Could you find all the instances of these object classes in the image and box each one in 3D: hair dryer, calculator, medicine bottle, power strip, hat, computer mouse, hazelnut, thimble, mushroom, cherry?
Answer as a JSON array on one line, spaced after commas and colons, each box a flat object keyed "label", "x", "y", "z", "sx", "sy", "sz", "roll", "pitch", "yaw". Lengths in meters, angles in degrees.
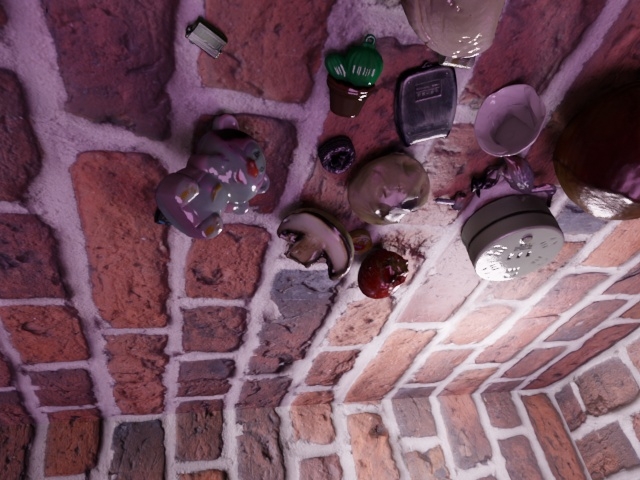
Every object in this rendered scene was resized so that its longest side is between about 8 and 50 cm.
[{"label": "hair dryer", "x": 0.438, "y": -0.139, "z": 1.703, "sx": 0.114, "sy": 0.037, "sz": 0.063, "roll": 4, "pitch": 139, "yaw": -7}, {"label": "calculator", "x": 0.290, "y": -0.370, "z": 1.363, "sx": 0.176, "sy": 0.040, "sz": 0.268, "roll": -15, "pitch": 138, "yaw": 1}, {"label": "medicine bottle", "x": 0.342, "y": -0.459, "z": 1.249, "sx": 0.083, "sy": 0.047, "sz": 0.047, "roll": 3, "pitch": 141, "yaw": -17}, {"label": "power strip", "x": 0.706, "y": 0.005, "z": 1.847, "sx": 0.357, "sy": 0.162, "sz": 0.358, "roll": -7, "pitch": 143, "yaw": -6}, {"label": "hat", "x": 0.541, "y": -0.320, "z": 1.398, "sx": 0.203, "sy": 0.203, "sz": 0.126, "roll": -32, "pitch": 158, "yaw": 25}, {"label": "computer mouse", "x": -0.463, "y": -0.084, "z": 1.526, "sx": 0.079, "sy": 0.047, "sz": 0.135, "roll": 10, "pitch": 149, "yaw": -35}, {"label": "hazelnut", "x": 0.876, "y": -0.255, "z": 1.427, "sx": 0.420, "sy": 0.352, "sz": 0.421, "roll": -12, "pitch": 115, "yaw": -28}, {"label": "thimble", "x": 0.046, "y": -0.248, "z": 1.431, "sx": 0.095, "sy": 0.066, "sz": 0.104, "roll": 9, "pitch": 136, "yaw": -27}, {"label": "mushroom", "x": 0.001, "y": -0.008, "z": 1.654, "sx": 0.266, "sy": 0.164, "sz": 0.190, "roll": 27, "pitch": 110, "yaw": 5}, {"label": "cherry", "x": 0.224, "y": 0.140, "z": 1.885, "sx": 0.175, "sy": 0.192, "sz": 0.250, "roll": 32, "pitch": 142, "yaw": 2}]

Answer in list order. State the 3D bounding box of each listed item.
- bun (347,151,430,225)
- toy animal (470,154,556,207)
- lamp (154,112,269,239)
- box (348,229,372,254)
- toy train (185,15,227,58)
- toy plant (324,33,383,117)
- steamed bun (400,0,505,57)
[{"label": "bun", "x": 0.210, "y": -0.141, "z": 1.532, "sx": 0.272, "sy": 0.169, "sz": 0.273, "roll": -10, "pitch": 150, "yaw": -6}, {"label": "toy animal", "x": 0.653, "y": -0.201, "z": 1.628, "sx": 0.323, "sy": 0.091, "sz": 0.195, "roll": 6, "pitch": 147, "yaw": -8}, {"label": "lamp", "x": -0.286, "y": -0.157, "z": 1.303, "sx": 0.247, "sy": 0.301, "sz": 0.247, "roll": 5, "pitch": 137, "yaw": 46}, {"label": "box", "x": 0.135, "y": 0.007, "z": 1.804, "sx": 0.105, "sy": 0.037, "sz": 0.106, "roll": -8, "pitch": 142, "yaw": -6}, {"label": "toy train", "x": -0.254, "y": -0.453, "z": 1.110, "sx": 0.056, "sy": 0.038, "sz": 0.093, "roll": -37, "pitch": 136, "yaw": 27}, {"label": "toy plant", "x": 0.075, "y": -0.405, "z": 1.213, "sx": 0.142, "sy": 0.105, "sz": 0.201, "roll": 11, "pitch": 122, "yaw": -5}, {"label": "steamed bun", "x": 0.257, "y": -0.561, "z": 0.938, "sx": 0.236, "sy": 0.247, "sz": 0.384, "roll": 3, "pitch": 148, "yaw": 0}]
